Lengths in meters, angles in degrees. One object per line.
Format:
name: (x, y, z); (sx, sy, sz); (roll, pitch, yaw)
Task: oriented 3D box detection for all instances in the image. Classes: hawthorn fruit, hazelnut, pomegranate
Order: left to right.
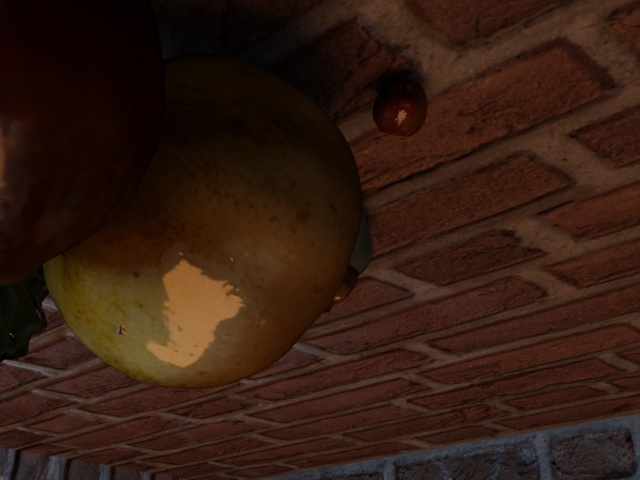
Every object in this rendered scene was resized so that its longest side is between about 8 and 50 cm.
hazelnut: (-0.348, -0.154, 0.854); (0.420, 0.353, 0.421); (-2, 117, -3)
pomegranate: (-0.131, -0.014, 1.127); (0.416, 0.417, 0.417); (1, 156, 0)
hawthorn fruit: (0.102, -0.171, 1.186); (0.077, 0.077, 0.077); (1, 156, 0)

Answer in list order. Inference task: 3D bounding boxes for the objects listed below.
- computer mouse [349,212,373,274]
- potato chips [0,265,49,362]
computer mouse: (0.003, 0.005, 1.477); (0.159, 0.097, 0.288); (-28, 152, -2)
potato chips: (-0.473, -0.040, 1.041); (0.070, 0.429, 0.358); (-27, 179, 29)
